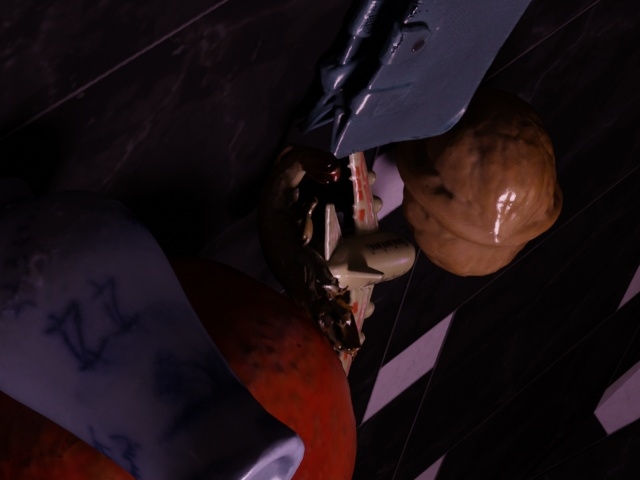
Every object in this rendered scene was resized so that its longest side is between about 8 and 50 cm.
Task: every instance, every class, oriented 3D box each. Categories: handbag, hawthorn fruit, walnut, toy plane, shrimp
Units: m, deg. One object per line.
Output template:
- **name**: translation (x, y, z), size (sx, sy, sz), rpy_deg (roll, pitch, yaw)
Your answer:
- **handbag**: translation (0.085, -0.168, 1.474), size (0.179, 0.062, 0.229), rpy_deg (-21, 148, -51)
- **hawthorn fruit**: translation (-0.100, 0.142, 1.396), size (0.300, 0.275, 0.275), rpy_deg (-45, 164, -42)
- **walnut**: translation (0.134, -0.053, 1.655), size (0.149, 0.166, 0.166), rpy_deg (9, 133, -20)
- **toy plane**: translation (0.026, 0.015, 1.629), size (0.244, 0.092, 0.229), rpy_deg (-31, 125, -80)
- **shrimp**: translation (0.001, 0.000, 1.473), size (0.034, 0.178, 0.124), rpy_deg (0, 128, -29)

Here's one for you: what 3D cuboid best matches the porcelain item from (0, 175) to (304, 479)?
- **porcelain item**: translation (-0.126, 0.067, 1.189), size (0.141, 0.259, 0.141), rpy_deg (-39, 159, -18)
